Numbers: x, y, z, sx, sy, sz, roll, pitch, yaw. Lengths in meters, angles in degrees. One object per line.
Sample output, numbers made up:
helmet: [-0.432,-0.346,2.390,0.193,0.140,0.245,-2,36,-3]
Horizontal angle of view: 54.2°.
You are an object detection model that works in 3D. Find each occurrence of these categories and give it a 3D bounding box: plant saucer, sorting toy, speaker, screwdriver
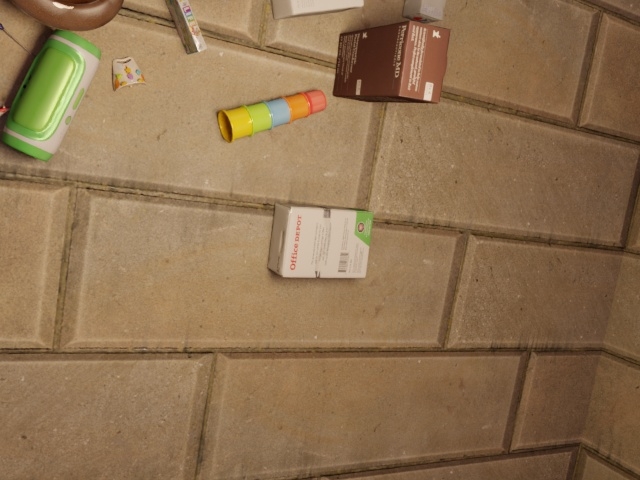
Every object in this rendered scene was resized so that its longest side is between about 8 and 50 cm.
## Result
plant saucer: [-0.586,-0.633,1.421,0.310,0.050,0.311,10,73,-37]
sorting toy: [-0.492,-0.428,1.592,0.083,0.045,0.075,-20,90,-24]
speaker: [-0.634,-0.342,1.479,0.131,0.131,0.297,27,88,-30]
screwdriver: [-0.731,-0.481,1.461,0.025,0.024,0.170,-31,125,13]

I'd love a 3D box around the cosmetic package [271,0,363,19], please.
cosmetic package: [-0.022,-0.739,1.716,0.224,0.138,0.224,-16,108,-26]

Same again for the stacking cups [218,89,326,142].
stacking cups: [-0.132,-0.361,1.778,0.316,0.096,0.096,-22,110,-28]

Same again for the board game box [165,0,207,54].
board game box: [-0.346,-0.557,1.600,0.026,0.103,0.154,-29,113,-20]

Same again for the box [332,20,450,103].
box: [0.184,-0.484,1.741,0.143,0.381,0.191,2,100,-28]

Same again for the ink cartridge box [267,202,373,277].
ink cartridge box: [0.000,0.000,1.896,0.289,0.121,0.211,3,99,-29]

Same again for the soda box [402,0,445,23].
soda box: [0.335,-0.822,1.914,0.091,0.098,0.286,5,99,-30]

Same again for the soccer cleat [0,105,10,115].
soccer cleat: [-0.770,-0.292,1.473,0.083,0.029,0.036,-25,120,-18]
